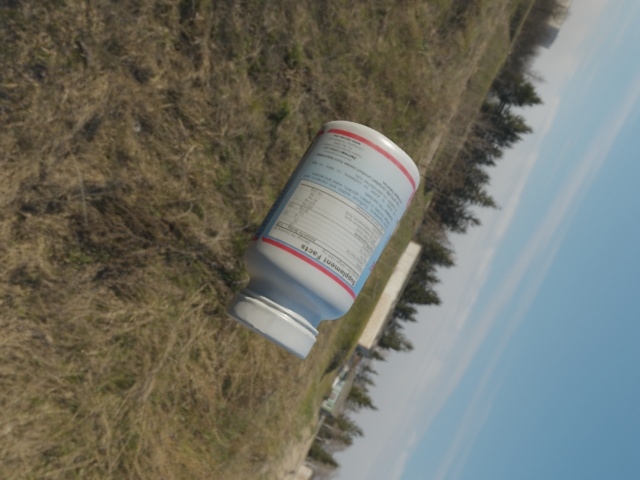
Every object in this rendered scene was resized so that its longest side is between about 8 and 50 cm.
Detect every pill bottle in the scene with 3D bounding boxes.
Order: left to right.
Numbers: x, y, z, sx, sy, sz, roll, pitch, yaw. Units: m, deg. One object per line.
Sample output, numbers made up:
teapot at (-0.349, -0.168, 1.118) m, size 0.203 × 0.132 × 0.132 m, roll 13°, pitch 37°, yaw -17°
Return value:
pill bottle at (0.000, 0.000, 0.405) m, size 0.160 × 0.087 × 0.087 m, roll -59°, pitch 171°, yaw -13°
